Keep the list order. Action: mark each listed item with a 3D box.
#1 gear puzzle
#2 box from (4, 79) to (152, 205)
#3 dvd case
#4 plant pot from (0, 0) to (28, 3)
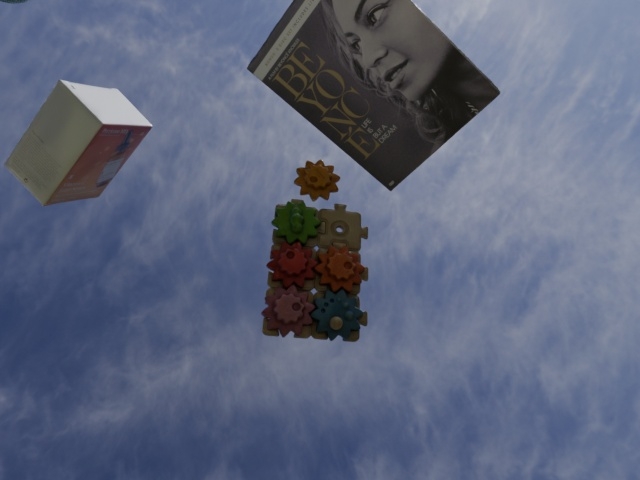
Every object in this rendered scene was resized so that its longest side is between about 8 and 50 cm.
[{"bbox_3d":[0.000,0.000,0.799,0.175,0.044,0.339,6,-115,-5],"label":"gear puzzle"},{"bbox_3d":[-0.376,-0.150,0.736,0.091,0.130,0.170,46,-72,1],"label":"box"},{"bbox_3d":[0.053,-0.174,0.502,0.221,0.164,0.018,38,-146,-15],"label":"dvd case"},{"bbox_3d":[-0.485,-0.421,0.565,0.254,0.272,0.272,18,-103,3],"label":"plant pot"}]
